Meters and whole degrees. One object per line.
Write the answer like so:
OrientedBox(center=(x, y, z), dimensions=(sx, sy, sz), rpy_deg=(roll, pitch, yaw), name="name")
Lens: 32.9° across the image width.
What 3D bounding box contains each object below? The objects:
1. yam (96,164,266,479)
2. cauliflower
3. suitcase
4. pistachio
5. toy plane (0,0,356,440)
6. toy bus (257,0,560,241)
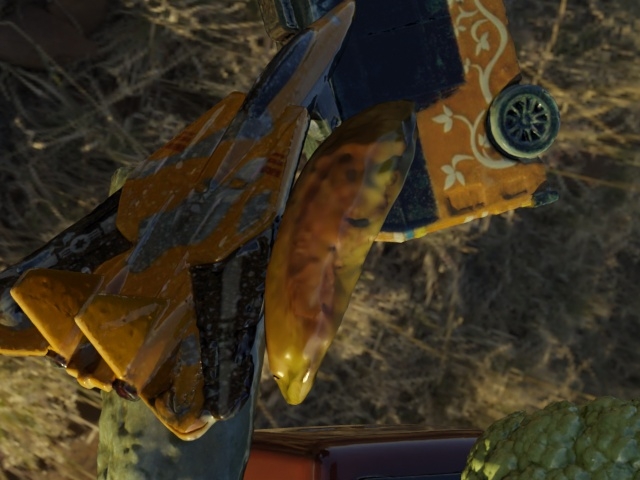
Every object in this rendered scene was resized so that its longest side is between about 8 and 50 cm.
OrientedBox(center=(-0.103, 0.074, 0.793), dimensions=(0.133, 0.133, 0.330), rpy_deg=(31, 56, -52), name="yam")
OrientedBox(center=(0.242, 0.271, 0.916), dimensions=(0.250, 0.275, 0.272), rpy_deg=(15, 77, -33), name="cauliflower")
OrientedBox(center=(0.040, 0.289, 1.208), dimensions=(0.297, 0.236, 0.161), rpy_deg=(6, 81, -39), name="suitcase")
OrientedBox(center=(0.000, 0.000, 0.578), dimensions=(0.089, 0.049, 0.173), rpy_deg=(-169, -78, -85), name="pistachio")
OrientedBox(center=(-0.056, -0.033, 0.678), dimensions=(0.316, 0.204, 0.103), rpy_deg=(-51, 142, -32), name="toy plane")
OrientedBox(center=(0.061, -0.167, 0.905), dimensions=(0.194, 0.162, 0.323), rpy_deg=(-17, 97, -11), name="toy bus")
